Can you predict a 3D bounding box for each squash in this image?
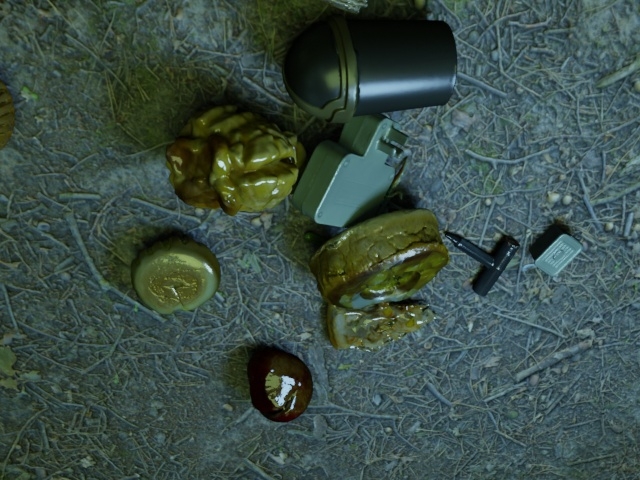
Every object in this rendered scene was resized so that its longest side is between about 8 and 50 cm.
[{"bbox_3d":[-0.001,0.001,1.739,0.089,0.027,0.027,22,117,-24],"label":"squash"}]

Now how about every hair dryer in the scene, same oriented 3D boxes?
[{"bbox_3d":[0.387,0.047,1.818,0.195,0.050,0.173,18,117,-14],"label":"hair dryer"}]

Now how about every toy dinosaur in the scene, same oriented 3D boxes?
[{"bbox_3d":[0.144,-0.110,1.672,0.107,0.044,0.187,7,100,13],"label":"toy dinosaur"}]

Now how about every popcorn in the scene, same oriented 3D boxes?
[{"bbox_3d":[-0.158,-0.164,1.486,0.332,0.265,0.225,7,97,-39],"label":"popcorn"}]

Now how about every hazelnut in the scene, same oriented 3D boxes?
[{"bbox_3d":[-0.116,0.381,1.893,0.178,0.178,0.204,-32,116,12],"label":"hazelnut"}]

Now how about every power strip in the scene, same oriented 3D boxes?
[{"bbox_3d":[0.090,-0.149,1.541,0.230,0.141,0.260,8,112,-55],"label":"power strip"}]

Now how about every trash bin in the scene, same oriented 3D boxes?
[{"bbox_3d":[0.089,-0.346,1.423,0.334,0.214,0.214,-5,123,-9],"label":"trash bin"}]

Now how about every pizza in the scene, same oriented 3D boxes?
[{"bbox_3d":[0.160,0.223,1.878,0.297,0.071,0.189,1,121,-10],"label":"pizza"}]

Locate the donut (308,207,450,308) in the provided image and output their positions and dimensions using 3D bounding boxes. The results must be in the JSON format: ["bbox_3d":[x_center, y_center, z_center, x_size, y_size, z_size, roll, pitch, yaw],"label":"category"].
[{"bbox_3d":[0.145,0.058,1.671,0.330,0.159,0.330,-17,161,-6],"label":"donut"}]

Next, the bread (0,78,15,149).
[{"bbox_3d":[-0.732,-0.250,1.403,0.240,0.139,0.239,-3,125,-4],"label":"bread"}]

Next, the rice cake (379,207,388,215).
[{"bbox_3d":[0.074,-0.063,1.704,0.180,0.030,0.042,-5,105,-5],"label":"rice cake"}]

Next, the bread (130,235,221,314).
[{"bbox_3d":[-0.347,0.077,1.689,0.214,0.104,0.213,-2,122,-3],"label":"bread"}]

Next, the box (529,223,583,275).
[{"bbox_3d":[0.601,0.022,1.816,0.084,0.069,0.122,31,113,-23],"label":"box"}]

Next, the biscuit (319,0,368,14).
[{"bbox_3d":[-0.026,-0.503,1.364,0.239,0.108,0.061,12,118,-16],"label":"biscuit"}]
